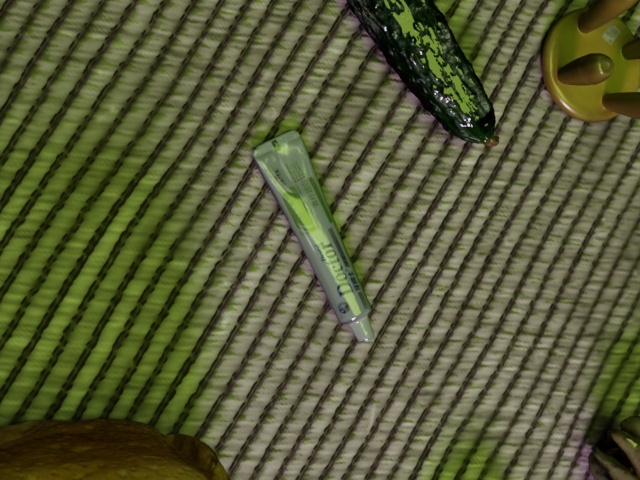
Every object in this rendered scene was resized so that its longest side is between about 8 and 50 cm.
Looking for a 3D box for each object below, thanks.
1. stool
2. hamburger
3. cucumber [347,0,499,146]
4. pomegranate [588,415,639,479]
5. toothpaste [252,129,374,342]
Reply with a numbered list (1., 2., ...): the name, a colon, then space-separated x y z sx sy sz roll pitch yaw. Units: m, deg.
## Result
1. stool: 0.279 -0.170 0.985 0.134 0.110 0.135 -21 96 -17
2. hamburger: -0.166 0.224 0.772 0.244 0.244 0.163 5 92 -19
3. cucumber: 0.068 -0.200 0.936 0.067 0.067 0.294 -39 103 -15
4. pomegranate: 0.372 0.308 0.963 0.285 0.285 0.341 -31 67 -17
5. toothpaste: 0.000 0.000 0.931 0.048 0.029 0.197 -27 96 -18
